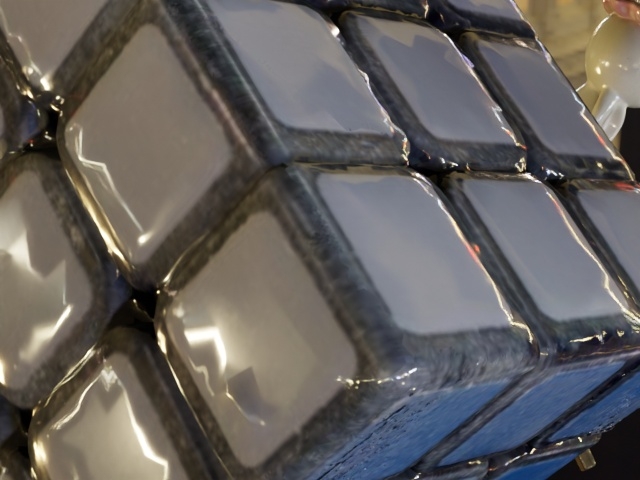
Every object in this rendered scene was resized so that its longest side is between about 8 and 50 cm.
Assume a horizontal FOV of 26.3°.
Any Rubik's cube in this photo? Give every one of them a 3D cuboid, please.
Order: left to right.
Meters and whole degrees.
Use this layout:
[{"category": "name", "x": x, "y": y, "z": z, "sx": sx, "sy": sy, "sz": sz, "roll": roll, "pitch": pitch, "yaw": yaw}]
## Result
[{"category": "Rubik's cube", "x": -0.034, "y": 0.016, "z": 0.704, "sx": 0.301, "sy": 0.305, "sz": 0.303, "roll": 1, "pitch": -129, "yaw": -50}]

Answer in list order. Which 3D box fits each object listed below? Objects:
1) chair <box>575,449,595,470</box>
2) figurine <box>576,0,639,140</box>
[{"category": "chair", "x": 0.369, "y": 0.145, "z": 1.246, "sx": 0.272, "sy": 0.188, "sz": 0.166, "roll": -15, "pitch": -124, "yaw": -15}, {"category": "figurine", "x": 0.318, "y": -0.187, "z": 1.287, "sx": 0.155, "sy": 0.235, "sz": 0.127, "roll": 4, "pitch": -159, "yaw": -41}]
